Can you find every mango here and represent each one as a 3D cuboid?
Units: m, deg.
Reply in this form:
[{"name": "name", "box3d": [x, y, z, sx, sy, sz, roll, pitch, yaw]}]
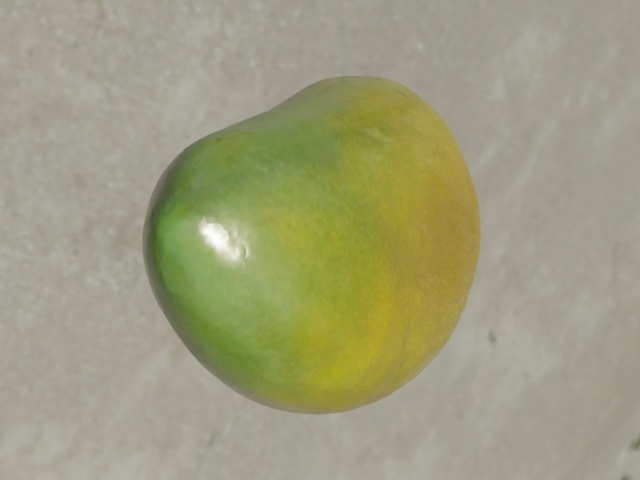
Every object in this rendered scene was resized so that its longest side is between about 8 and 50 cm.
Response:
[{"name": "mango", "box3d": [0.002, 0.006, 0.635, 0.237, 0.091, 0.137, -33, 112, -59]}]
